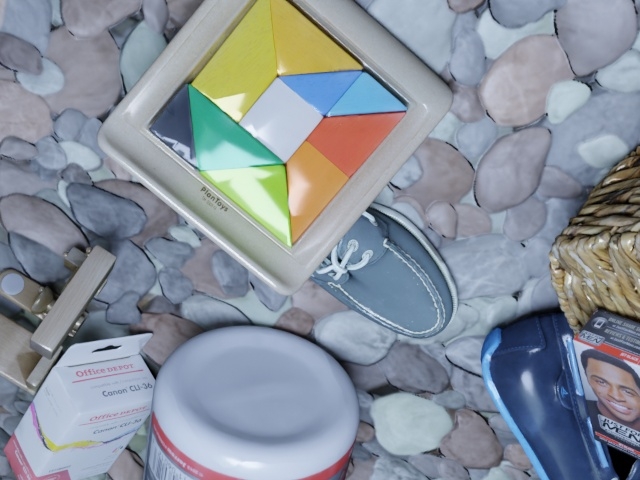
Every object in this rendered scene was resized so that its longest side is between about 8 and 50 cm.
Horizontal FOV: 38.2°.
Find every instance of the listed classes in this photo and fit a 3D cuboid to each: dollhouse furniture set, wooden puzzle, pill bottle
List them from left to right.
[{"bbox_3d":[-0.309,0.059,0.960,0.123,0.144,0.151,33,158,-6],"label":"dollhouse furniture set"},{"bbox_3d":[-0.091,0.291,1.004,0.210,0.210,0.363,15,122,4],"label":"pill bottle"},{"bbox_3d":[-0.034,-0.106,0.787,0.221,0.044,0.239,40,88,-9],"label":"wooden puzzle"}]

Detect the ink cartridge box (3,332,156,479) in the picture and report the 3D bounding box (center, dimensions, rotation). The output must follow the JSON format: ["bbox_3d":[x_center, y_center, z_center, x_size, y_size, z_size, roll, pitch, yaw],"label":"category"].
[{"bbox_3d":[-0.258,0.192,1.034,0.067,0.115,0.198,53,125,25],"label":"ink cartridge box"}]

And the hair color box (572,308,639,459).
[{"bbox_3d":[0.266,0.129,0.792,0.072,0.043,0.141,21,145,42],"label":"hair color box"}]

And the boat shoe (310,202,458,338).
[{"bbox_3d":[0.000,0.000,0.878,0.319,0.099,0.116,42,120,-12],"label":"boat shoe"}]

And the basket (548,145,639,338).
[{"bbox_3d":[0.369,0.040,0.819,0.299,0.223,0.213,51,152,-17],"label":"basket"}]

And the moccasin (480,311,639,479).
[{"bbox_3d":[0.287,0.221,0.919,0.116,0.138,0.342,-29,110,21],"label":"moccasin"}]
